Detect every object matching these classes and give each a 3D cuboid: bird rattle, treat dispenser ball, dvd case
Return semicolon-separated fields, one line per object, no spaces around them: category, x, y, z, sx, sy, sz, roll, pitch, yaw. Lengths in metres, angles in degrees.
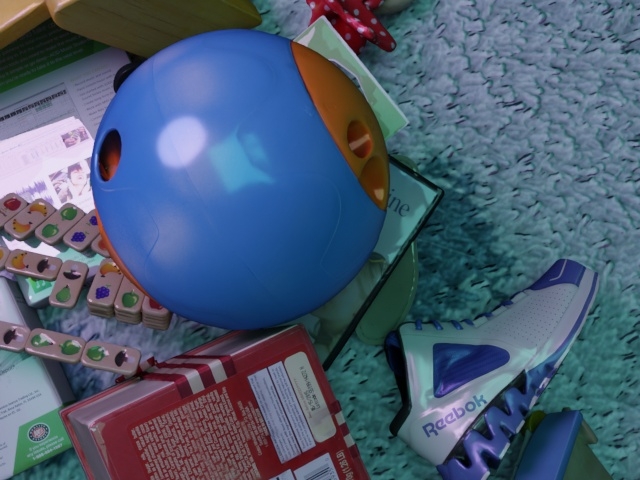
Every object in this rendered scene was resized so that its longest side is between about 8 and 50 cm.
bird rattle;0.053;-0.354;1.016;0.207;0.143;0.253;-22;79;-32
treat dispenser ball;-0.076;-0.058;0.794;0.288;0.288;0.288;1;81;-4
dvd case;0.000;0.000;0.942;0.180;0.022;0.253;34;95;7

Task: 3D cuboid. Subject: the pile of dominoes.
pile of dominoes;-0.277;0.031;0.877;0.251;0.040;0.196;12;54;-2

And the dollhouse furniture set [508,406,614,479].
dollhouse furniture set;0.258;0.395;0.947;0.286;0.198;0.303;50;48;-17

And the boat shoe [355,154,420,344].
boat shoe;0.074;0.011;0.990;0.081;0.069;0.227;9;89;-18

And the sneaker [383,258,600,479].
sneaker;0.179;0.126;0.942;0.182;0.127;0.315;31;67;18

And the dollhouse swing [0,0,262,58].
dollhouse swing;-0.318;-0.341;0.966;0.305;0.315;0.346;-34;73;23

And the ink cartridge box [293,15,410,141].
ink cartridge box;-0.034;-0.127;0.982;0.235;0.056;0.171;-39;85;5

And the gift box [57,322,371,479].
gift box;-0.093;0.233;0.845;0.276;0.258;0.255;-18;89;-26

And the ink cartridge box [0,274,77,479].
ink cartridge box;-0.375;0.165;0.921;0.153;0.087;0.208;-25;85;-7

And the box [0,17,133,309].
box;-0.304;-0.110;0.988;0.232;0.058;0.322;-25;85;-8

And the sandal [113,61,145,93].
sandal;-0.159;-0.184;0.977;0.179;0.067;0.040;-14;49;-38
